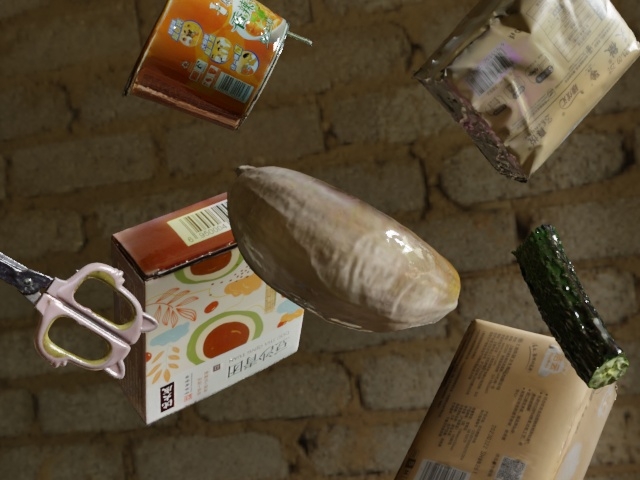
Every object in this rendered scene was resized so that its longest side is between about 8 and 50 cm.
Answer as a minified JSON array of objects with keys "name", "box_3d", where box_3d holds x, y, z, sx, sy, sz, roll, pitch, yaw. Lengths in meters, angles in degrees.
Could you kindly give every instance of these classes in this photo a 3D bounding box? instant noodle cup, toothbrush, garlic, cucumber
[{"name":"instant noodle cup","box_3d":[-0.203,-0.343,1.651,0.214,0.296,0.296,26,-6,-13]},{"name":"toothbrush","box_3d":[-0.150,-0.445,1.791,0.294,0.028,0.026,26,21,2]},{"name":"garlic","box_3d":[0.002,0.003,0.646,0.196,0.087,0.101,27,9,17]},{"name":"cucumber","box_3d":[0.250,0.066,0.919,0.058,0.058,0.187,-8,46,-9]}]

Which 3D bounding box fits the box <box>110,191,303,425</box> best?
[{"name":"box","box_3d":[-0.188,0.104,1.607,0.344,0.385,0.122,-23,52,-31]}]

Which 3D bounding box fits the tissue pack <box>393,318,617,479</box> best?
[{"name":"tissue pack","box_3d":[0.270,0.306,1.272,0.239,0.305,0.238,25,-24,12]}]

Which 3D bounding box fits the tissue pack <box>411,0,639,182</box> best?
[{"name":"tissue pack","box_3d":[0.284,-0.241,1.212,0.256,0.215,0.123,-47,20,-3]}]

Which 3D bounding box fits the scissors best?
[{"name":"scissors","box_3d":[-0.371,0.069,1.217,0.317,0.160,0.024,38,-9,-23]}]
